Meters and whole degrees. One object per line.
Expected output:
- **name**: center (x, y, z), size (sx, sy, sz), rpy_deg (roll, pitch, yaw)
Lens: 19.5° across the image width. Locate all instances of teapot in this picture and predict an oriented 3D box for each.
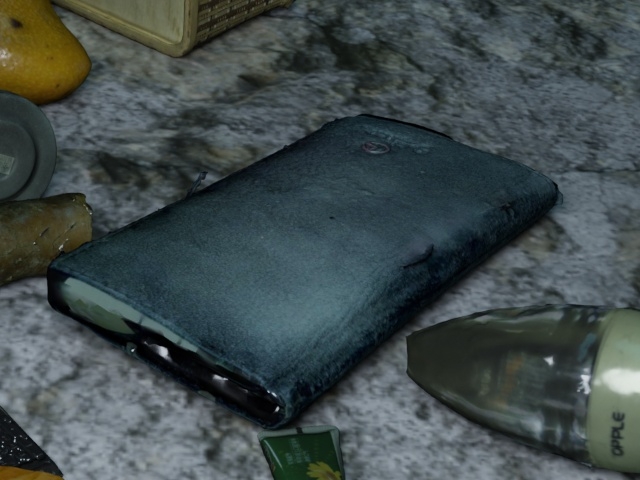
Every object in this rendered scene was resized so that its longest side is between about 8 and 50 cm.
- **teapot**: center (-0.254, -0.062, 1.280), size (0.124, 0.092, 0.091), rpy_deg (-7, 17, -33)

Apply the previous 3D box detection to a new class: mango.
- **mango**: center (-0.290, -0.193, 1.466), size (0.262, 0.109, 0.157), rpy_deg (31, 35, 32)

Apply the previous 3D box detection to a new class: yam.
- **yam**: center (-0.264, 0.013, 1.183), size (0.253, 0.061, 0.061), rpy_deg (-10, 35, -27)

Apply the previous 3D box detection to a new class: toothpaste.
- **toothpaste**: center (0.002, 0.159, 1.017), size (0.049, 0.031, 0.204), rpy_deg (-5, 29, -8)

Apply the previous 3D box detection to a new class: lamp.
- **lamp**: center (0.165, 0.087, 1.114), size (0.250, 0.101, 0.101), rpy_deg (7, 29, 23)

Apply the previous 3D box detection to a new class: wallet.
- **wallet**: center (0.000, 0.000, 1.254), size (0.191, 0.046, 0.379), rpy_deg (24, 32, 23)

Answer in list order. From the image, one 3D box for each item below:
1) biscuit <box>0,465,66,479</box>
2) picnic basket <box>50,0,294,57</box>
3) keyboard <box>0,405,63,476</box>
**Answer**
- **biscuit**: center (-0.197, 0.173, 0.948), size (0.224, 0.033, 0.144), rpy_deg (-20, 43, -41)
- **picnic basket**: center (-0.169, -0.327, 1.597), size (0.313, 0.228, 0.175), rpy_deg (26, 37, 27)
- **keyboard**: center (-0.240, 0.139, 1.017), size (0.196, 0.015, 0.074), rpy_deg (-21, 41, -37)
